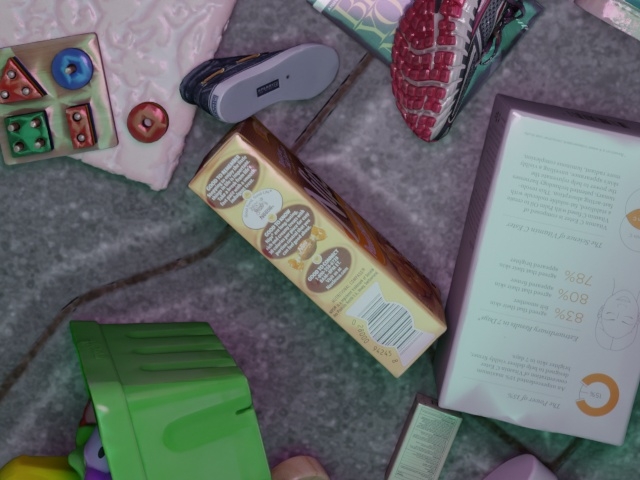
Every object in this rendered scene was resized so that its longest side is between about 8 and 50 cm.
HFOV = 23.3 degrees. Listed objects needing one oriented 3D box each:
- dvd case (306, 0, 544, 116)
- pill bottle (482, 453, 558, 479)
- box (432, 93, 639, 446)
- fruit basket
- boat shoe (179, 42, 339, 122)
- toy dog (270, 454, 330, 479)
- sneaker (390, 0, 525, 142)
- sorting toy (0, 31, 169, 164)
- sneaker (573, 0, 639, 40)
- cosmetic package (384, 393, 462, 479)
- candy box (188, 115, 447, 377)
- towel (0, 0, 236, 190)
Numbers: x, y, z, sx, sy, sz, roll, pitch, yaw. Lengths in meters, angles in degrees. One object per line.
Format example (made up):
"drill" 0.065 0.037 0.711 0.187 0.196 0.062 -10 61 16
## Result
"dvd case" 0.120 -0.270 1.781 0.221 0.018 0.164 38 101 -6
"pill bottle" 0.299 0.398 1.848 0.160 0.160 0.283 -42 98 9
"box" 0.270 0.029 1.765 0.215 0.168 0.345 12 102 -2
"fruit basket" -0.253 0.259 1.727 0.392 0.392 0.283 -12 102 4
"boat shoe" -0.070 -0.190 1.766 0.183 0.083 0.065 -24 125 -34
"toy dog" -0.074 0.407 1.863 0.333 0.220 0.161 -21 133 13
"sneaker" 0.168 -0.247 1.722 0.112 0.121 0.299 6 113 -32
"sorting toy" -0.316 -0.156 1.749 0.274 0.046 0.132 -9 101 4
"sneaker" 0.442 -0.249 1.731 0.302 0.108 0.121 26 106 -3
"cosmetic package" 0.124 0.250 1.881 0.060 0.041 0.115 21 102 -4
"candy box" 0.000 0.000 1.757 0.316 0.183 0.087 44 99 -7
"towel" -0.268 -0.261 1.775 0.317 0.053 0.332 20 102 -2
